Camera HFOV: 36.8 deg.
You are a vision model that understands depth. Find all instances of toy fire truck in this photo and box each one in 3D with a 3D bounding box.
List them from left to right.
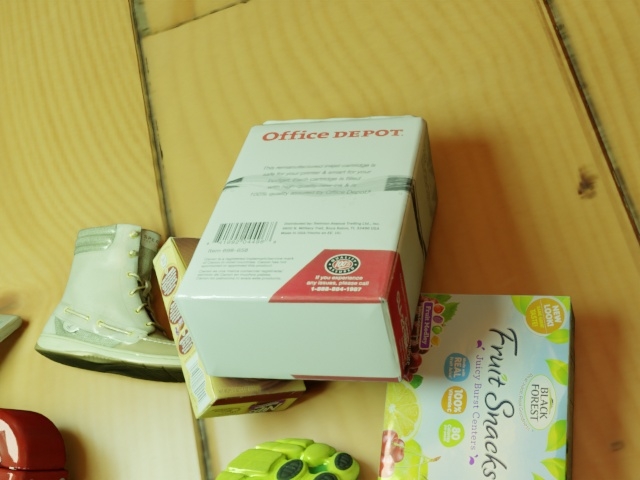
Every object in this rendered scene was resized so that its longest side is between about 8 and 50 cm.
[{"bbox_3d":[-0.367,0.195,1.032,0.216,0.158,0.247,4,79,18],"label":"toy fire truck"}]

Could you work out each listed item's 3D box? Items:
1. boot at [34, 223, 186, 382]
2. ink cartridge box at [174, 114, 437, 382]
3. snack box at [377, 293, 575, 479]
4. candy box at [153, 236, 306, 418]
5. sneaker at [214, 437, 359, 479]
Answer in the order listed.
[{"bbox_3d":[-0.198,0.066,1.064,0.213,0.077,0.165,6,67,19],"label":"boot"},{"bbox_3d":[0.000,0.000,0.954,0.196,0.114,0.273,0,42,17],"label":"ink cartridge box"},{"bbox_3d":[0.153,0.158,0.924,0.174,0.070,0.207,1,69,19],"label":"snack box"},{"bbox_3d":[-0.097,0.087,1.003,0.053,0.109,0.187,-48,53,41],"label":"candy box"},{"bbox_3d":[-0.075,0.299,0.894,0.109,0.124,0.295,25,50,30],"label":"sneaker"}]
